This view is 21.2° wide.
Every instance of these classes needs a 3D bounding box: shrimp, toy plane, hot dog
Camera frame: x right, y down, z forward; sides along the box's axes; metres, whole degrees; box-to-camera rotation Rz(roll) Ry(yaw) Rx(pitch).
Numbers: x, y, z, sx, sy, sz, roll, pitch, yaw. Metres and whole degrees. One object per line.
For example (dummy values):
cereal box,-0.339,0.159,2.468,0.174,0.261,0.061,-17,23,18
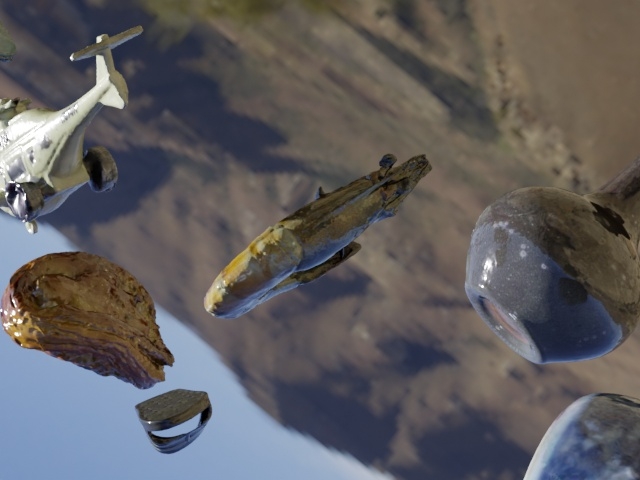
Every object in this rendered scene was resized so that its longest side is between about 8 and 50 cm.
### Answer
shrimp,0.000,0.000,1.405,0.051,0.217,0.150,57,180,14
toy plane,-0.207,-0.085,1.353,0.286,0.092,0.108,-28,87,58
hot dog,-0.170,0.063,1.294,0.147,0.065,0.099,25,-151,-33

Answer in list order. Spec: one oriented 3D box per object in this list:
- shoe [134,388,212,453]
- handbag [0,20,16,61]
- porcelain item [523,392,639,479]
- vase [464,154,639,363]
shoe,-0.142,0.181,1.684,0.179,0.071,0.049,175,74,-77
handbag,-0.285,-0.180,1.061,0.144,0.057,0.221,65,-165,19
porcelain item,0.162,0.154,0.809,0.114,0.147,0.147,14,168,29
vase,0.178,-0.008,1.072,0.120,0.183,0.120,46,170,11
